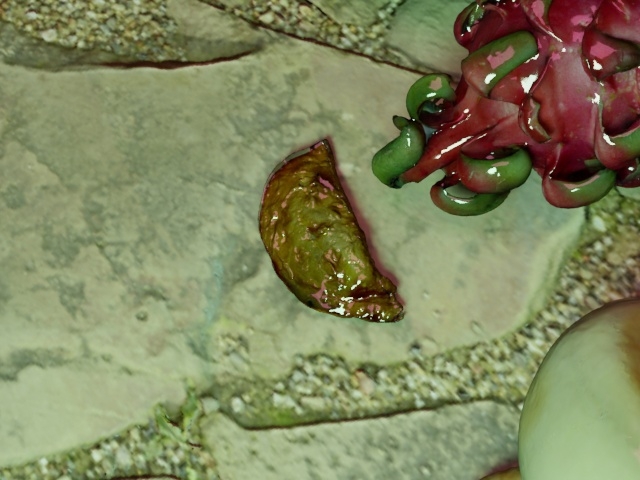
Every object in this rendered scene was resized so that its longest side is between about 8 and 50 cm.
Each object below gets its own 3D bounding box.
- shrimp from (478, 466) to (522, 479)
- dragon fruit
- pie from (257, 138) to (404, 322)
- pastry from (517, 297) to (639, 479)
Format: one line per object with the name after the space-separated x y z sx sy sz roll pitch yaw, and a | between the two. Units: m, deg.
0.178 0.294 0.830 0.168 0.077 0.317 -26 55 5 | shrimp
0.190 -0.122 0.991 0.273 0.218 0.198 -51 28 -12 | dragon fruit
-0.003 -0.001 1.043 0.088 0.033 0.191 -24 60 1 | pie
0.245 0.152 0.806 0.264 0.133 0.265 22 33 -15 | pastry
